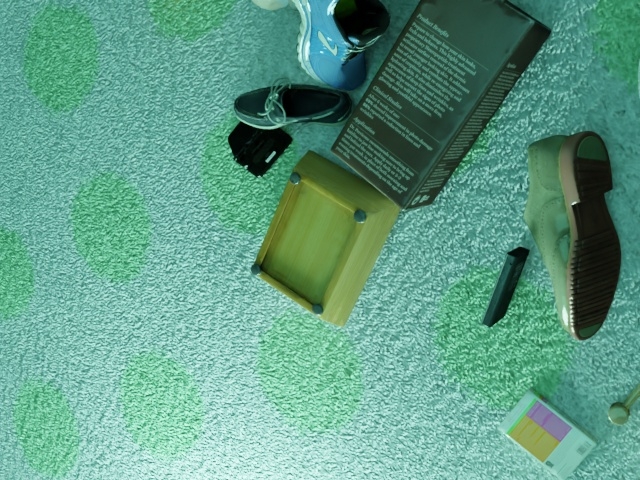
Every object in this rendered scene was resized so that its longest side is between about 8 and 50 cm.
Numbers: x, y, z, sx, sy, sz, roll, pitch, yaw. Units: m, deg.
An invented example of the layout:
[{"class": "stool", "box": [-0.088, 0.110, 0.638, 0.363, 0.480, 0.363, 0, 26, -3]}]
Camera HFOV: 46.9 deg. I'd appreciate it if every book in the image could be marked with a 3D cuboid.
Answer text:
[{"class": "book", "box": [0.407, 0.347, 1.326, 0.144, 0.035, 0.096, 40, 111, 19]}]

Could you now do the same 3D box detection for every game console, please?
[{"class": "game console", "box": [-0.130, -0.215, 1.565, 0.107, 0.071, 0.122, 37, 118, -13]}]

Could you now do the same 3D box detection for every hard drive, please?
[{"class": "hard drive", "box": [0.326, 0.081, 1.298, 0.022, 0.094, 0.135, 24, 108, 24]}]

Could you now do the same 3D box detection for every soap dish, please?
[{"class": "soap dish", "box": [0.000, 0.000, 1.459, 0.229, 0.118, 0.290, 33, 113, 22]}]

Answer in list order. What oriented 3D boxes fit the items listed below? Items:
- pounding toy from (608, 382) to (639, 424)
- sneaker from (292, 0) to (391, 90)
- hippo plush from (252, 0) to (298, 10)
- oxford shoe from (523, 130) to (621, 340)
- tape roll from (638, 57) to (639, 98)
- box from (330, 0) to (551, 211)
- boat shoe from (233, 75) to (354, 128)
[{"class": "pounding toy", "box": [0.568, 0.290, 1.189, 0.206, 0.094, 0.181, -10, 92, 30]}, {"class": "sneaker", "box": [0.041, -0.359, 1.283, 0.147, 0.330, 0.130, 38, 79, 23]}, {"class": "hippo plush", "box": [-0.036, -0.582, 1.332, 0.294, 0.234, 0.236, -21, 87, 31]}, {"class": "oxford shoe", "box": [0.416, -0.008, 1.244, 0.130, 0.123, 0.348, 7, 103, 55]}, {"class": "tape roll", "box": [0.621, -0.254, 1.080, 0.286, 0.100, 0.286, 5, 100, 29]}, {"class": "box", "box": [0.203, -0.260, 1.297, 0.191, 0.143, 0.381, 42, 116, 19]}, {"class": "boat shoe", "box": [-0.062, -0.268, 1.455, 0.255, 0.079, 0.095, 10, 82, 20]}]
